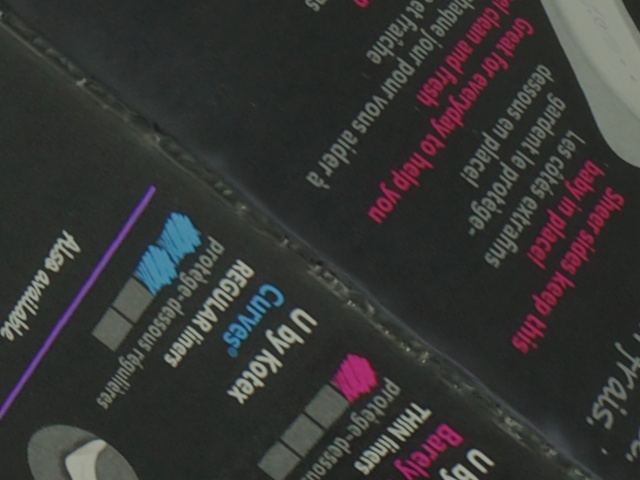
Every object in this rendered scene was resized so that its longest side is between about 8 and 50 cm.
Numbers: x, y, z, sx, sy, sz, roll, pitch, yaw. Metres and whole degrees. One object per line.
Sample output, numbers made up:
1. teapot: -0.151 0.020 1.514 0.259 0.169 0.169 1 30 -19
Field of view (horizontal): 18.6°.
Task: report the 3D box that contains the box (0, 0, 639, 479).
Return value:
1. box: 0.000 0.000 0.420 0.270 0.165 0.143 39 133 1
